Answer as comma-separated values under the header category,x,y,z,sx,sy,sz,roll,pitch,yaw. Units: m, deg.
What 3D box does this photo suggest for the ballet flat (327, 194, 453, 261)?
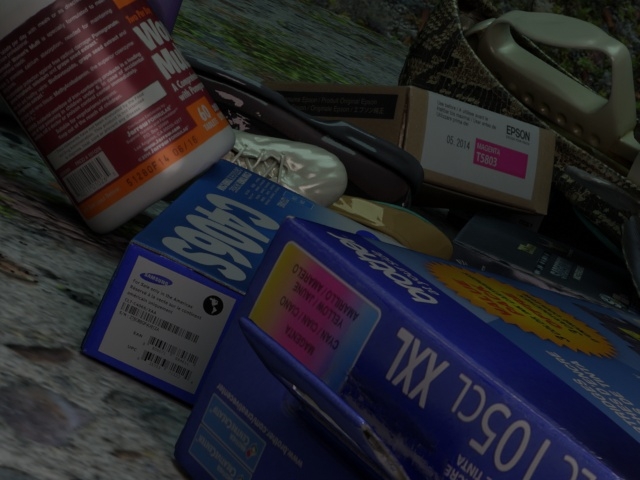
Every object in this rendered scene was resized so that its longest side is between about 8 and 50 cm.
category,x,y,z,sx,sy,sz,roll,pitch,yaw
ballet flat,0.000,0.000,1.513,0.232,0.080,0.073,19,41,-20

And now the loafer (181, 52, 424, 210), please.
category,x,y,z,sx,sy,sz,roll,pitch,yaw
loafer,-0.061,-0.073,1.614,0.302,0.095,0.109,21,-22,-9

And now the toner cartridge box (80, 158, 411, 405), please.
category,x,y,z,sx,sy,sz,roll,pitch,yaw
toner cartridge box,-0.031,0.035,1.226,0.165,0.075,0.348,27,11,0

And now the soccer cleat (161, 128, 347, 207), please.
category,x,y,z,sx,sy,sz,roll,pitch,yaw
soccer cleat,-0.078,-0.056,1.417,0.196,0.068,0.076,5,-32,1

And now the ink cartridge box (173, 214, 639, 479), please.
category,x,y,z,sx,sy,sz,roll,pitch,yaw
ink cartridge box,0.117,0.128,0.954,0.395,0.151,0.270,13,17,-42

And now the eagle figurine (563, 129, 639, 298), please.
category,x,y,z,sx,sy,sz,roll,pitch,yaw
eagle figurine,0.355,0.023,1.685,0.226,0.298,0.225,2,-15,-20

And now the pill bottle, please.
category,x,y,z,sx,sy,sz,roll,pitch,yaw
pill bottle,-0.165,-0.125,1.316,0.221,0.121,0.121,56,10,-5

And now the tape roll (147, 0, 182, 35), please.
category,x,y,z,sx,sy,sz,roll,pitch,yaw
tape roll,-0.245,-0.240,1.597,0.274,0.090,0.275,13,-25,6

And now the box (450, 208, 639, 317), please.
category,x,y,z,sx,sy,sz,roll,pitch,yaw
box,0.204,0.043,1.721,0.183,0.059,0.232,23,11,8

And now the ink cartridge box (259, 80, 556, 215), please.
category,x,y,z,sx,sy,sz,roll,pitch,yaw
ink cartridge box,0.079,-0.087,1.833,0.193,0.088,0.234,5,-6,42

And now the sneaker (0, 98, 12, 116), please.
category,x,y,z,sx,sy,sz,roll,pitch,yaw
sneaker,-0.249,-0.140,1.501,0.290,0.106,0.123,17,12,14

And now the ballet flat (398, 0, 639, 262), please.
category,x,y,z,sx,sy,sz,roll,pitch,yaw
ballet flat,0.280,-0.104,1.910,0.483,0.182,0.164,38,36,27

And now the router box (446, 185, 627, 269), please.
category,x,y,z,sx,sy,sz,roll,pitch,yaw
router box,0.308,-0.002,2.092,0.308,0.081,0.243,26,10,12
